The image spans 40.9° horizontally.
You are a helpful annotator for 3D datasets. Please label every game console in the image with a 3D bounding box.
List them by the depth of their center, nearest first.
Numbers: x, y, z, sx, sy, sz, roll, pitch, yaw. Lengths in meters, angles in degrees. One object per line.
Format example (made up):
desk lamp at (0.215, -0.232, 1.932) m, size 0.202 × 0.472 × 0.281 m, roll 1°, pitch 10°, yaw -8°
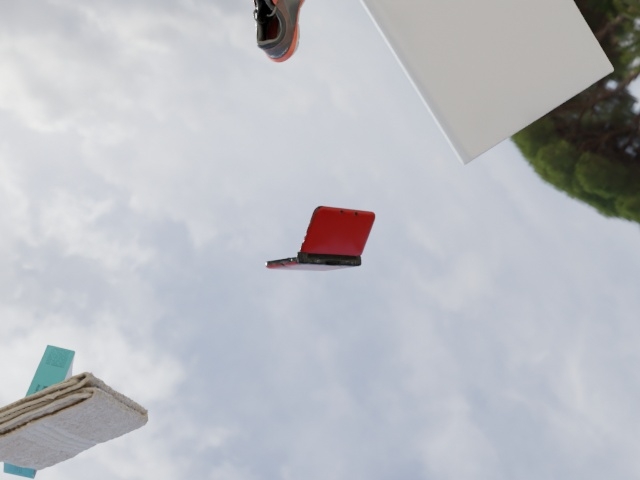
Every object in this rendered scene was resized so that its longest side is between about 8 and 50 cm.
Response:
game console at (0.000, 0.000, 1.345) m, size 0.144 × 0.124 × 0.085 m, roll 5°, pitch -100°, yaw -47°

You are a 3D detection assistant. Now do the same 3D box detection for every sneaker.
sneaker at (-0.052, -0.298, 1.032) m, size 0.061 × 0.158 × 0.065 m, roll -1°, pitch 178°, yaw 25°

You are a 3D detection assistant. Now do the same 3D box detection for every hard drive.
hard drive at (0.196, -0.312, 1.138) m, size 0.353 × 0.233 × 0.047 m, roll 57°, pitch -174°, yaw -5°

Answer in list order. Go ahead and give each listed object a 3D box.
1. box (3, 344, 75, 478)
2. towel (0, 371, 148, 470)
box at (-0.539, 0.326, 1.653) m, size 0.060 × 0.100 × 0.244 m, roll 14°, pitch -142°, yaw -7°
towel at (-0.365, 0.266, 1.228) m, size 0.187 × 0.282 × 0.049 m, roll -22°, pitch -111°, yaw -2°
